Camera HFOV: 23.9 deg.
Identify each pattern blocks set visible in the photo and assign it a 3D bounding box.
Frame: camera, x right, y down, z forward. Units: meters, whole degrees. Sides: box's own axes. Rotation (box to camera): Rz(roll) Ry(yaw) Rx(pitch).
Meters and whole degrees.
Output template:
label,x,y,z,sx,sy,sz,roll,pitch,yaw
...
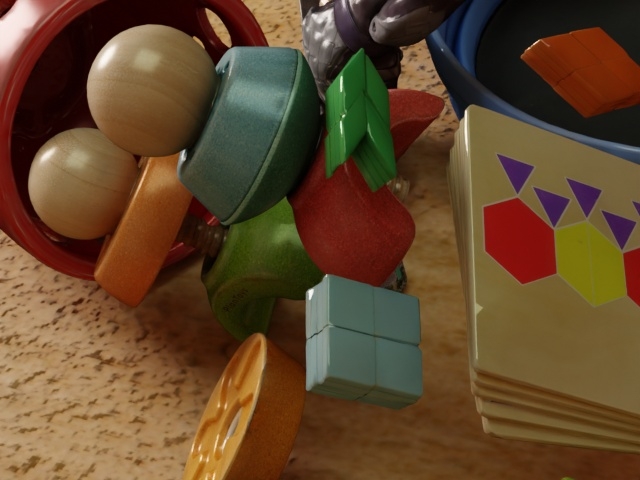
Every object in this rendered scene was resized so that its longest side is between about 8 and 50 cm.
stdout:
label,x,y,z,sx,sy,sz,roll,pitch,yaw
pattern blocks set,0.137,0.026,0.696,0.325,0.026,0.285,24,53,-21

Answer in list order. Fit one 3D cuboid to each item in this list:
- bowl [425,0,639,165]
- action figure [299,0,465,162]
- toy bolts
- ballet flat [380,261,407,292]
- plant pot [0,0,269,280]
label,x,y,z,sx,sy,sz,roll,pitch,yaw
bowl,0.262,-0.145,0.976,0.391,0.077,0.391,-6,41,5
action figure,0.036,-0.145,0.899,0.099,0.285,0.185,-11,69,-32
toy bolts,-0.066,0.003,0.735,0.158,0.228,0.218,23,52,-13
ballet flat,0.000,0.000,0.892,0.114,0.041,0.041,19,48,30
plant pot,-0.149,-0.090,0.921,0.191,0.191,0.174,-32,36,-24
